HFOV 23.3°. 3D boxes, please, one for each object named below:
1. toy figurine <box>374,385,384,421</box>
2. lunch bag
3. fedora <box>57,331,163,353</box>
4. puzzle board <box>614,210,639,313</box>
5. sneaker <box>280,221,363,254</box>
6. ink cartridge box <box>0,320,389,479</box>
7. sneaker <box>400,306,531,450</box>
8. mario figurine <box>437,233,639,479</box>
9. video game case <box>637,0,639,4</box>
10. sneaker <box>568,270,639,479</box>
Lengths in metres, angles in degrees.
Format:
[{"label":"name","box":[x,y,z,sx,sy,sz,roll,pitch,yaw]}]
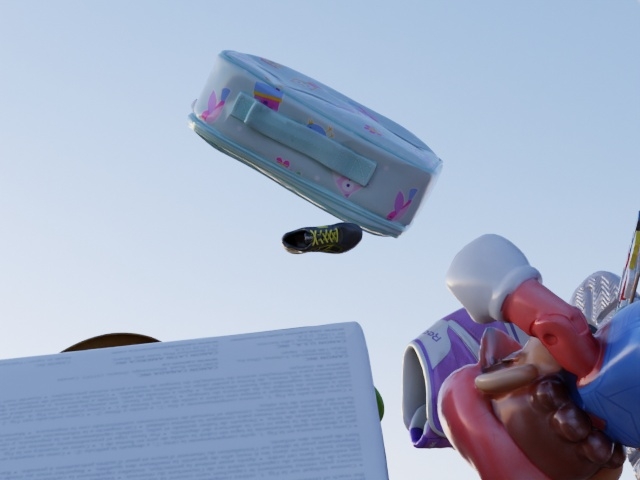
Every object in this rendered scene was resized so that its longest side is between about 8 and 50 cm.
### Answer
[{"label":"toy figurine","box":[-0.005,0.254,2.141,0.130,0.159,0.173,-6,-55,30]},{"label":"lunch bag","box":[-0.009,-0.105,1.682,0.279,0.108,0.224,28,12,3]},{"label":"fedora","box":[-0.207,0.178,1.513,0.194,0.079,0.194,-21,-46,-23]},{"label":"puzzle board","box":[0.278,0.039,1.403,0.011,0.096,0.128,12,-44,9]},{"label":"sneaker","box":[0.000,0.000,1.521,0.083,0.031,0.035,-10,-4,12]},{"label":"ink cartridge box","box":[-0.106,0.190,0.995,0.308,0.091,0.385,-5,26,-1]},{"label":"sneaker","box":[0.170,0.212,1.581,0.161,0.282,0.102,-25,0,-28]},{"label":"mario figurine","box":[0.210,0.065,1.017,0.320,0.198,0.170,-25,-9,42]},{"label":"video game case","box":[0.283,-0.183,1.257,0.025,0.204,0.285,-30,-64,10]},{"label":"sneaker","box":[0.400,0.180,1.755,0.180,0.321,0.124,12,-45,-37]}]
